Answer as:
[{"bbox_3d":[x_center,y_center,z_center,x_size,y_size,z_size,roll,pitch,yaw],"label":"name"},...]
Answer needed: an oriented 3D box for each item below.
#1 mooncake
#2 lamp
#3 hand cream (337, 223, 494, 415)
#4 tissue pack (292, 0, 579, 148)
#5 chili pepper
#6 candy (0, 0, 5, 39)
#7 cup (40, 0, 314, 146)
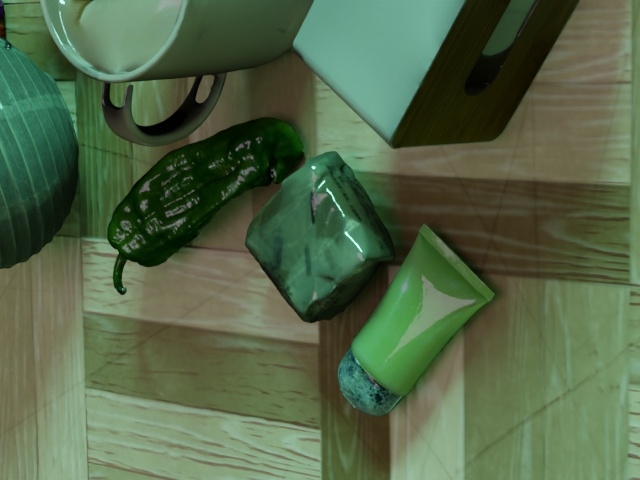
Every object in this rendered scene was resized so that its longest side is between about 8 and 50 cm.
[{"bbox_3d":[0.000,0.000,1.530,0.130,0.073,0.125,-43,66,33],"label":"mooncake"},{"bbox_3d":[-0.373,-0.094,1.718,0.233,0.233,0.265,23,134,36],"label":"lamp"},{"bbox_3d":[0.078,0.081,1.496,0.095,0.046,0.175,47,116,26],"label":"hand cream"},{"bbox_3d":[0.112,-0.214,1.355,0.136,0.159,0.246,44,122,29],"label":"tissue pack"},{"bbox_3d":[-0.124,-0.043,1.627,0.257,0.074,0.100,-35,73,36],"label":"chili pepper"},{"bbox_3d":[-0.369,-0.222,1.827,0.043,0.045,0.175,6,100,45],"label":"candy"},{"bbox_3d":[-0.124,-0.212,1.522,0.191,0.200,0.253,18,106,37],"label":"cup"}]
